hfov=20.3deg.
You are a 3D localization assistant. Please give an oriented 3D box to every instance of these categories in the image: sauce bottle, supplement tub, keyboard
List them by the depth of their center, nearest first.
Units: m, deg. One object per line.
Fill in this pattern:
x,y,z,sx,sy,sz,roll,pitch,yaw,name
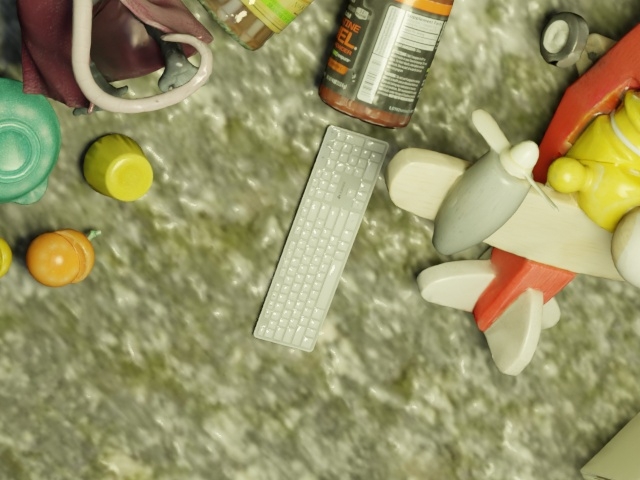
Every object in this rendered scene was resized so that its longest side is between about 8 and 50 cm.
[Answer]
0.018,-0.343,1.816,0.344,0.111,0.111,-43,105,10,sauce bottle
0.075,-0.224,1.861,0.106,0.106,0.198,17,103,-10,supplement tub
0.000,0.000,1.969,0.072,0.014,0.256,18,105,-10,keyboard

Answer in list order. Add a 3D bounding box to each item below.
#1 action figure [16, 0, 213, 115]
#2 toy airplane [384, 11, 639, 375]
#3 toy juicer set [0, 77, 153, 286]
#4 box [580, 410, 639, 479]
-0.259,-0.298,1.720,0.248,0.276,0.370,-19,104,2,action figure
0.279,-0.016,1.852,0.386,0.272,0.384,-27,127,-11,toy airplane
-0.352,-0.070,1.849,0.329,0.089,0.209,28,93,-28,toy juicer set
0.453,0.209,1.960,0.311,0.121,0.148,-43,105,-15,box
